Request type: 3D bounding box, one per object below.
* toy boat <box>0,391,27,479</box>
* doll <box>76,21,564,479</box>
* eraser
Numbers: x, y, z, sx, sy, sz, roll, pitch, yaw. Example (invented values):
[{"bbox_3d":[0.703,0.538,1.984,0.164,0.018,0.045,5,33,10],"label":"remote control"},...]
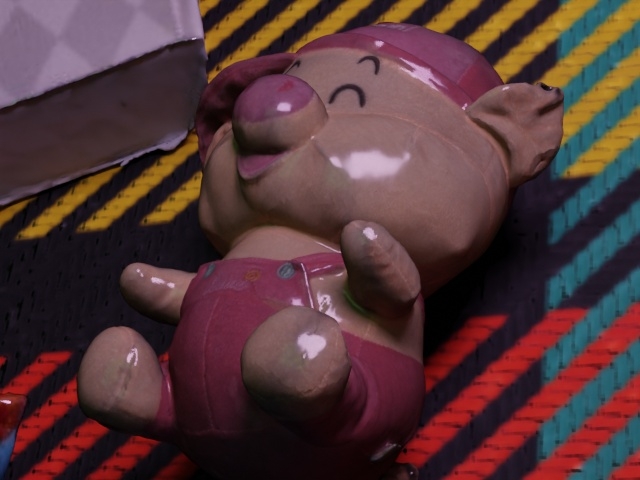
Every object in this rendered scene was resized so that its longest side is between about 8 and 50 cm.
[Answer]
[{"bbox_3d":[-0.282,0.100,0.849,0.392,0.136,0.079,3,88,42],"label":"toy boat"},{"bbox_3d":[0.000,-0.002,0.801,0.196,0.152,0.256,15,58,17],"label":"doll"},{"bbox_3d":[-0.183,-0.208,1.076,0.213,0.082,0.397,-19,50,9],"label":"eraser"}]
